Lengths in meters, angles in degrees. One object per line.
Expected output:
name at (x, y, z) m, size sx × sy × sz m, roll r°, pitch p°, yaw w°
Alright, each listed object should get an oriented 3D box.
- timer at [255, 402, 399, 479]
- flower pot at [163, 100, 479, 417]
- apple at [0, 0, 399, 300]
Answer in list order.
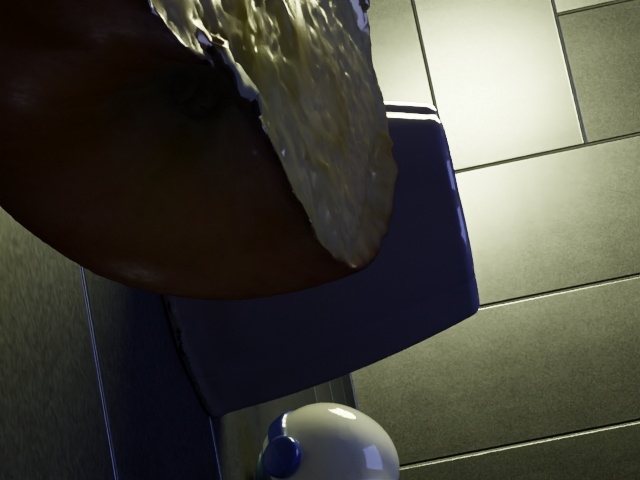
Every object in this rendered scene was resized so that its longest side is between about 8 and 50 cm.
timer at (0.051, 0.308, 1.132) m, size 0.270 × 0.270 × 0.383 m, roll 74°, pitch -9°, yaw -48°
flower pot at (0.000, 0.000, 1.062) m, size 0.265 × 0.243 × 0.265 m, roll -10°, pitch 90°, yaw -84°
apple at (-0.091, -0.101, 0.536) m, size 0.251 × 0.163 × 0.293 m, roll -82°, pitch 150°, yaw -49°
